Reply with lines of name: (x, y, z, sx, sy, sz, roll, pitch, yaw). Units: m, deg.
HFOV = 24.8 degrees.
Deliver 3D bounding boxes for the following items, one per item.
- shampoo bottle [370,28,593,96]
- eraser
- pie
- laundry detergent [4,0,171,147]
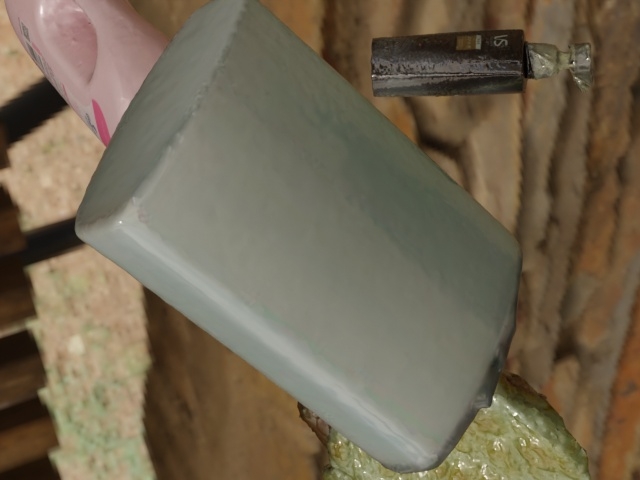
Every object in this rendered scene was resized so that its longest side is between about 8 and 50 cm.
shampoo bottle: (0.152, -0.164, 1.370, 0.063, 0.207, 0.057, 72, -160, -60)
eraser: (0.000, 0.000, 0.943, 0.290, 0.189, 0.104, 40, 154, -28)
pie: (0.122, 0.210, 1.204, 0.257, 0.105, 0.274, -7, 118, 40)
laundry detergent: (-0.153, -0.126, 1.169, 0.335, 0.087, 0.159, 47, 157, 41)
